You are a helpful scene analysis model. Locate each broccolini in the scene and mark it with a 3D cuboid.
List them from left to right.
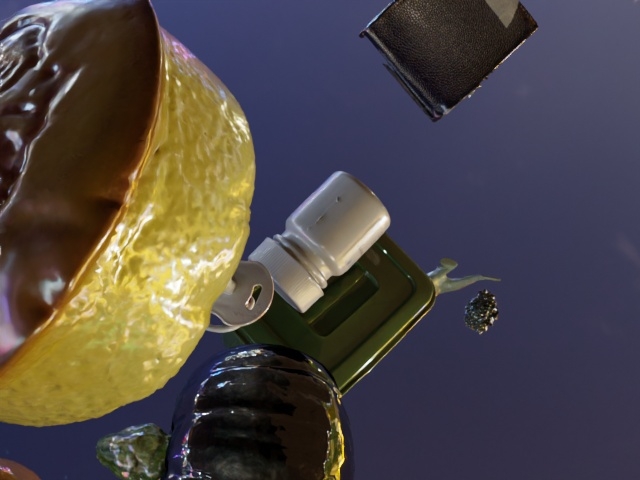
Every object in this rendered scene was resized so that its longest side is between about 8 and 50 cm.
[{"bbox_3d":[0.343,0.142,1.492,0.068,0.091,0.203,0,179,24],"label":"broccolini"}]

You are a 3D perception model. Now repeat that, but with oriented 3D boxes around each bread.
[{"bbox_3d":[-0.165,-0.024,0.437,0.148,0.270,0.269,33,-158,-48],"label":"bread"}]

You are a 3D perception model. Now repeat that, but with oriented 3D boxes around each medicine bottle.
[{"bbox_3d":[0.000,0.000,0.939,0.168,0.105,0.105,-45,-114,-10],"label":"medicine bottle"}]

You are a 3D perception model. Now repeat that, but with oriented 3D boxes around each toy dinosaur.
[{"bbox_3d":[0.218,0.086,1.415,0.242,0.167,0.053,-3,-115,3],"label":"toy dinosaur"}]

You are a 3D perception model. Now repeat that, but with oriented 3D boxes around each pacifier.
[{"bbox_3d":[-0.096,0.043,0.699,0.099,0.078,0.081,20,-111,9],"label":"pacifier"}]

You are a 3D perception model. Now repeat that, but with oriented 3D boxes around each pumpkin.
[{"bbox_3d":[-0.101,0.245,0.769,0.296,0.295,0.295,10,-138,-9],"label":"pumpkin"}]

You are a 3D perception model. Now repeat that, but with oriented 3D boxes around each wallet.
[{"bbox_3d":[0.232,-0.379,1.327,0.221,0.262,0.071,47,-179,-8],"label":"wallet"}]

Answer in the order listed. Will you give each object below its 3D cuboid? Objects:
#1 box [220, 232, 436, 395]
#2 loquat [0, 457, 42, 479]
[{"bbox_3d":[0.004,0.122,1.240,0.329,0.177,0.253,-38,-103,-28],"label":"box"},{"bbox_3d":[-0.429,0.394,0.940,0.193,0.238,0.238,-22,-130,-5],"label":"loquat"}]
